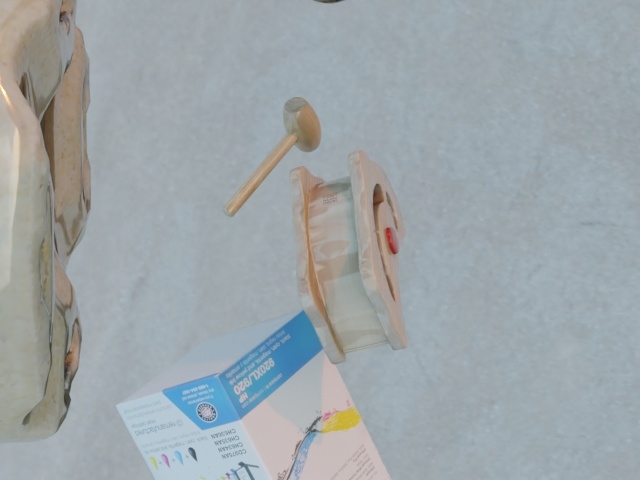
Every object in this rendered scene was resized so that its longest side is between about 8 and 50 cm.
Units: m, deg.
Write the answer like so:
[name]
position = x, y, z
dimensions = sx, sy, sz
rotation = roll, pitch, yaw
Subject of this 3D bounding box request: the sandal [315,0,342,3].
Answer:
[sandal]
position = 0.064, -0.303, 1.033
dimensions = 0.090, 0.060, 0.219
rotation = 26, 79, 32

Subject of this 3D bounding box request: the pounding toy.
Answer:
[pounding toy]
position = 0.000, 0.000, 1.141
dimensions = 0.154, 0.154, 0.270
rotation = -15, 56, 15

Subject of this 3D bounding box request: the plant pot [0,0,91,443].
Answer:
[plant pot]
position = -0.261, -0.028, 0.482
dimensions = 0.334, 0.305, 0.334
rotation = -179, 90, -82

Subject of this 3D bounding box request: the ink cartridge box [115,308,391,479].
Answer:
[ink cartridge box]
position = -0.067, 0.226, 1.207
dimensions = 0.171, 0.168, 0.233
rotation = -21, 99, 39
